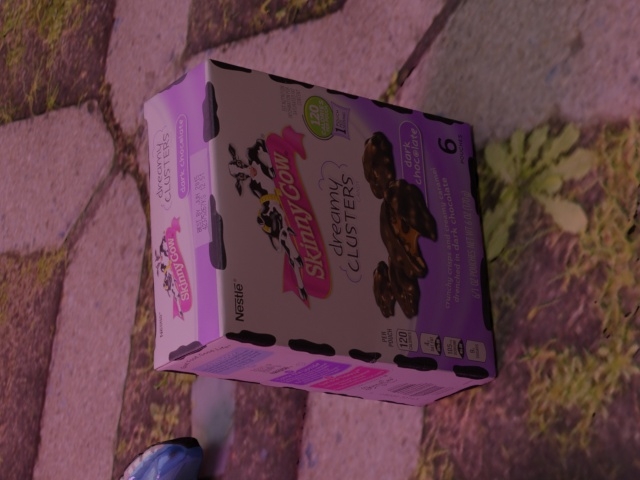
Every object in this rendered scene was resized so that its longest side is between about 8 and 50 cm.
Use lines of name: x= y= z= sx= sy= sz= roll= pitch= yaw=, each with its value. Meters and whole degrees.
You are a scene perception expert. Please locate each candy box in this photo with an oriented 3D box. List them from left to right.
candy box: x=0.000 y=0.000 z=1.037 sx=0.070 sy=0.196 sz=0.164 roll=-27 pitch=61 yaw=47

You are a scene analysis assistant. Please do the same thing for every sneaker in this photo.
sneaker: x=-0.108 y=0.212 z=1.257 sx=0.073 sy=0.063 sz=0.162 roll=29 pitch=110 yaw=35
